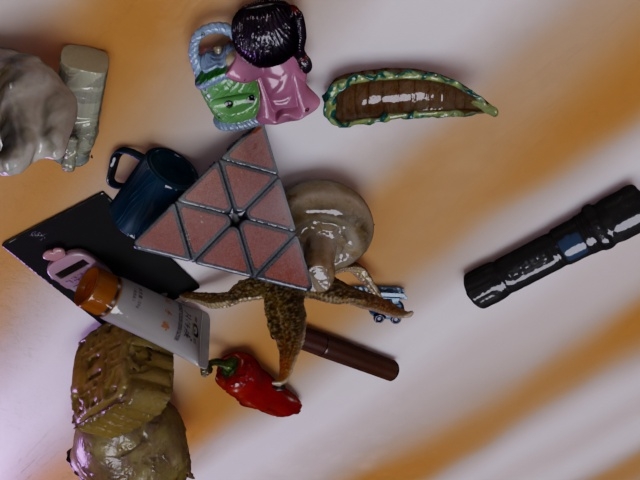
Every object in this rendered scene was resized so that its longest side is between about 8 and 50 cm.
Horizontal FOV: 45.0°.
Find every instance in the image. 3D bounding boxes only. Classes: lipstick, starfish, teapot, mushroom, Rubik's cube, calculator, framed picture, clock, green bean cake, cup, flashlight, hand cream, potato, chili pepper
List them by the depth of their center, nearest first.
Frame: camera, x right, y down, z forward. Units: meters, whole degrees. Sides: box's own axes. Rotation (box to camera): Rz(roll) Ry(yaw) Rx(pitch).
[{"bbox_3d":[-0.107,-0.278,1.228,0.194,0.100,0.195,-9,134,2],"label":"clock"},{"bbox_3d":[-0.392,-0.202,1.249,0.077,0.107,0.200,7,134,-21],"label":"teapot"},{"bbox_3d":[-0.308,-0.088,1.374,0.150,0.113,0.138,21,126,-30],"label":"cup"},{"bbox_3d":[-0.156,-0.029,1.379,0.228,0.228,0.233,-19,128,22],"label":"Rubik's cube"},{"bbox_3d":[0.000,0.000,1.443,0.207,0.215,0.207,-1,134,-1],"label":"mushroom"},{"bbox_3d":[-0.041,0.130,1.537,0.398,0.384,0.132,-12,122,-21],"label":"starfish"},{"bbox_3d":[-0.481,0.061,1.542,0.103,0.024,0.166,-25,135,16],"label":"calculator"},{"bbox_3d":[-0.435,0.053,1.567,0.244,0.013,0.324,-24,134,15],"label":"framed picture"},{"bbox_3d":[-0.348,0.160,1.581,0.089,0.140,0.314,-30,138,30],"label":"hand cream"},{"bbox_3d":[0.494,0.024,1.635,0.424,0.103,0.103,-31,132,22],"label":"flashlight"},{"bbox_3d":[-0.426,0.284,1.643,0.229,0.224,0.131,-32,140,28],"label":"green bean cake"},{"bbox_3d":[0.041,0.260,1.824,0.356,0.057,0.057,25,126,-30],"label":"lipstick"},{"bbox_3d":[-0.432,0.458,1.826,0.300,0.289,0.237,26,115,14],"label":"potato"},{"bbox_3d":[-0.156,0.350,1.852,0.110,0.110,0.387,-25,139,15],"label":"chili pepper"}]

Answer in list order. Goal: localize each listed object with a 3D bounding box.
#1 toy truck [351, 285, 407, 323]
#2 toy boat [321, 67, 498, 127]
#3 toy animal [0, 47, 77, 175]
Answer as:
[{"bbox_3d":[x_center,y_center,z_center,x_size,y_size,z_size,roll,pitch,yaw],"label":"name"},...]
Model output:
[{"bbox_3d":[0.122,0.140,1.717,0.136,0.063,0.074,2,115,-9],"label":"toy truck"},{"bbox_3d":[0.148,-0.242,1.311,0.292,0.099,0.108,0,137,1],"label":"toy boat"},{"bbox_3d":[-0.491,-0.221,1.108,0.266,0.308,0.188,-8,120,-14],"label":"toy animal"}]
